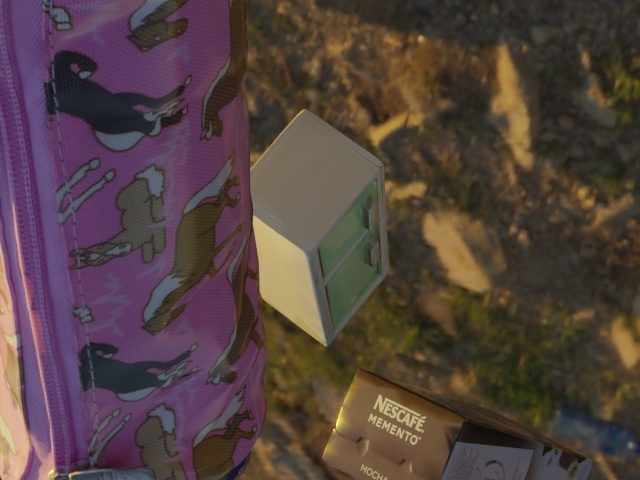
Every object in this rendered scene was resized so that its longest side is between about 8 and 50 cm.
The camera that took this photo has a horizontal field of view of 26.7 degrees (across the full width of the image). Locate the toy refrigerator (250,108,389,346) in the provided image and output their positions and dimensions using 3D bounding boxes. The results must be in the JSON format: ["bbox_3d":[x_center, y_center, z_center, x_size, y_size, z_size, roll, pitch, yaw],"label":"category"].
[{"bbox_3d":[0.000,0.000,1.203,0.094,0.102,0.269,36,165,16],"label":"toy refrigerator"}]

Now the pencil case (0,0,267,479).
[{"bbox_3d":[-0.101,-0.033,0.626,0.167,0.160,0.386,53,152,40],"label":"pencil case"}]

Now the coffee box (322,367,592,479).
[{"bbox_3d":[0.167,0.257,1.592,0.168,0.119,0.297,23,180,42],"label":"coffee box"}]
